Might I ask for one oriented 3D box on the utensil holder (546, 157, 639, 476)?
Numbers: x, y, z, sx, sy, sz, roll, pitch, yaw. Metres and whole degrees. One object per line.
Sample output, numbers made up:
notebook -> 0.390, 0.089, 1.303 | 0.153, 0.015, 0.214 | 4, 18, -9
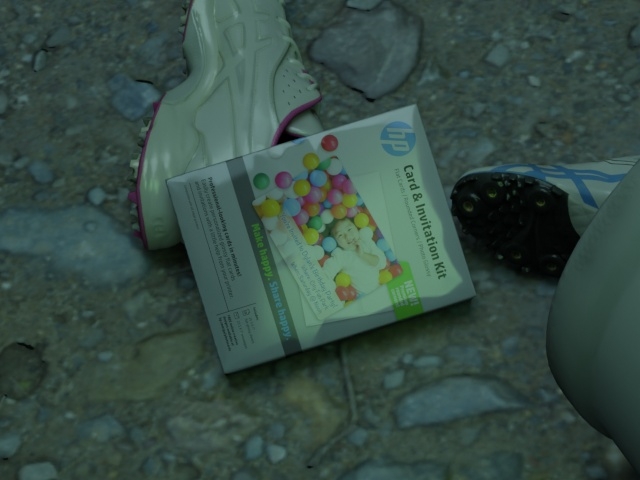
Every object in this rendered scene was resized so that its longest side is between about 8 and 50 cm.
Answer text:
utensil holder -> 0.356, 0.118, 0.871 | 0.327, 0.327, 0.385 | -26, 53, -10

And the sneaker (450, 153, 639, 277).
sneaker -> 0.211, -0.024, 1.174 | 0.237, 0.085, 0.086 | 3, 34, 10

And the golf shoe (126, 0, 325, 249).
golf shoe -> -0.051, -0.117, 1.294 | 0.140, 0.115, 0.306 | 9, 61, 8

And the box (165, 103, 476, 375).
box -> 0.000, 0.000, 1.174 | 0.186, 0.038, 0.145 | -16, 85, -4
